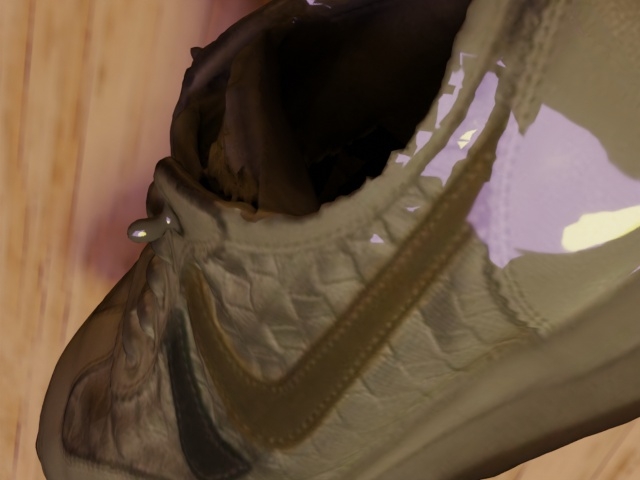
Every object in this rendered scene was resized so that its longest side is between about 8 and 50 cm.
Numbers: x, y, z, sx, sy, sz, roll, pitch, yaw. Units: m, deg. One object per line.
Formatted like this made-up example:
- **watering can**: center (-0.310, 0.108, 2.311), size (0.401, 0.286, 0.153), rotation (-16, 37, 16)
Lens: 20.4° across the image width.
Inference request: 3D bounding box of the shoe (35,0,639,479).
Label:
- **shoe**: center (0.000, 0.000, 0.408), size (0.098, 0.103, 0.275), rotation (38, 136, -18)
